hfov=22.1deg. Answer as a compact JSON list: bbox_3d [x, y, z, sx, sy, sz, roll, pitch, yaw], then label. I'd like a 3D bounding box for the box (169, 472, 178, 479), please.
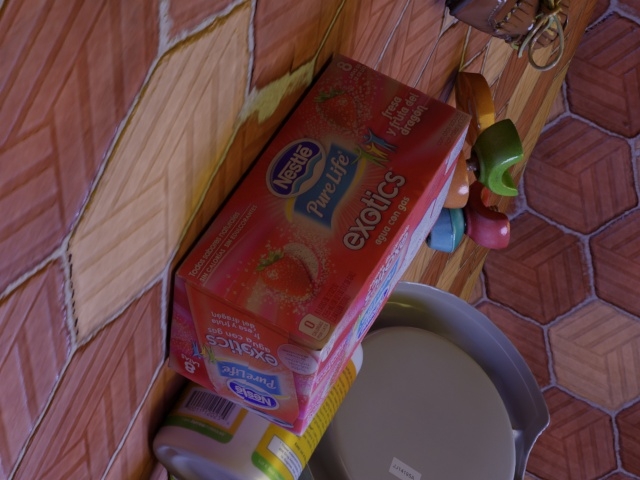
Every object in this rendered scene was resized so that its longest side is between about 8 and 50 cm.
[{"bbox_3d":[-0.097,0.194,1.722,0.178,0.042,0.109,-58,169,-26],"label":"box"}]

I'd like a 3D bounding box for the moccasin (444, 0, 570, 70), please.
[{"bbox_3d":[0.233,-0.279,1.893,0.139,0.147,0.380,-64,169,1],"label":"moccasin"}]

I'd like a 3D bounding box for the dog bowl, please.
[{"bbox_3d":[0.097,0.224,1.829,0.102,0.349,0.349,-38,-167,50],"label":"dog bowl"}]

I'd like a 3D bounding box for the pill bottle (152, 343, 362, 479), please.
[{"bbox_3d":[-0.043,0.130,1.571,0.245,0.136,0.136,-58,168,-25],"label":"pill bottle"}]

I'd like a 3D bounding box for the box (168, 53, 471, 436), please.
[{"bbox_3d":[0.000,0.000,1.457,0.300,0.142,0.154,-56,167,-34],"label":"box"}]

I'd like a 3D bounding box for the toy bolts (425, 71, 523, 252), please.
[{"bbox_3d":[0.156,-0.090,2.155,0.228,0.158,0.218,89,-13,-47],"label":"toy bolts"}]
